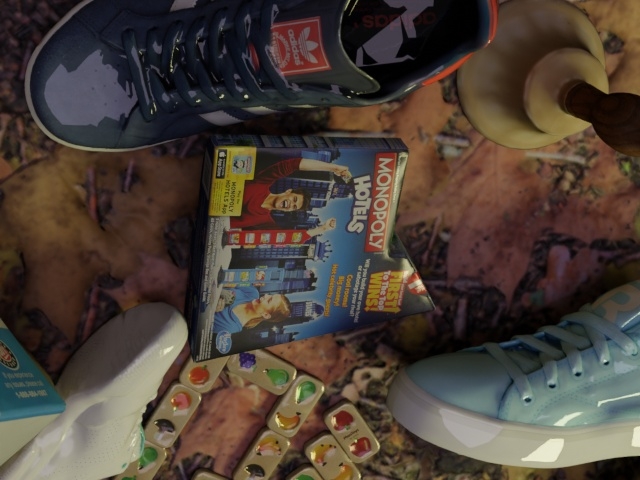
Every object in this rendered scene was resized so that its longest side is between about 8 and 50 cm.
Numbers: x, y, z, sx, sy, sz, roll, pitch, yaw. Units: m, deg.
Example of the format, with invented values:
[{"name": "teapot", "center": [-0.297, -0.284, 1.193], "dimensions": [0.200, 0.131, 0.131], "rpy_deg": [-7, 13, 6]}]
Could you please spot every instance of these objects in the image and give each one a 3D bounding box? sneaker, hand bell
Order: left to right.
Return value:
[{"name": "sneaker", "center": [-0.167, 0.138, 0.971], "dimensions": [0.212, 0.080, 0.094], "rpy_deg": [-44, 119, 14]}, {"name": "sneaker", "center": [-0.039, -0.140, 0.856], "dimensions": [0.350, 0.148, 0.131], "rpy_deg": [-18, 111, -5]}, {"name": "hand bell", "center": [0.193, -0.098, 0.866], "dimensions": [0.126, 0.242, 0.126], "rpy_deg": [-4, 109, -11]}, {"name": "sneaker", "center": [0.229, 0.093, 1.004], "dimensions": [0.366, 0.135, 0.150], "rpy_deg": [2, 107, -24]}]

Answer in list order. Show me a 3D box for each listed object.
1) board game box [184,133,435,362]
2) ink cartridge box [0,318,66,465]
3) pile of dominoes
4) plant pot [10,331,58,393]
[{"name": "board game box", "center": [0.000, 0.000, 0.941], "dimensions": [0.194, 0.060, 0.194], "rpy_deg": [0, 123, -16]}, {"name": "ink cartridge box", "center": [-0.330, 0.029, 0.752], "dimensions": [0.129, 0.223, 0.307], "rpy_deg": [-40, 80, 4]}, {"name": "pile of dominoes", "center": [-0.072, 0.219, 1.028], "dimensions": [0.196, 0.040, 0.251], "rpy_deg": [29, 101, -18]}, {"name": "plant pot", "center": [-0.271, 0.104, 0.920], "dimensions": [0.109, 0.096, 0.109], "rpy_deg": [-39, 112, 3]}]
